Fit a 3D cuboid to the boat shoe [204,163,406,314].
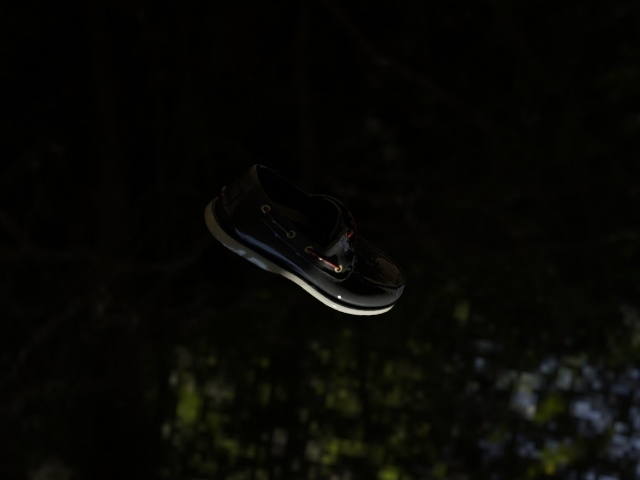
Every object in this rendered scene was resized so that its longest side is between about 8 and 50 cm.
[{"bbox_3d":[0.000,0.001,1.056,0.133,0.042,0.049,28,-149,-35],"label":"boat shoe"}]
